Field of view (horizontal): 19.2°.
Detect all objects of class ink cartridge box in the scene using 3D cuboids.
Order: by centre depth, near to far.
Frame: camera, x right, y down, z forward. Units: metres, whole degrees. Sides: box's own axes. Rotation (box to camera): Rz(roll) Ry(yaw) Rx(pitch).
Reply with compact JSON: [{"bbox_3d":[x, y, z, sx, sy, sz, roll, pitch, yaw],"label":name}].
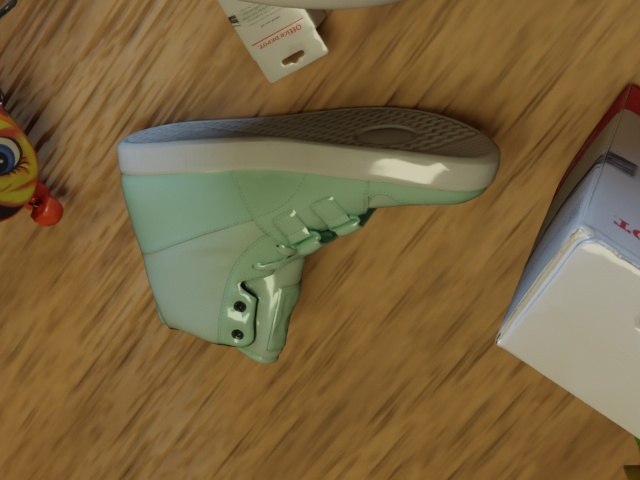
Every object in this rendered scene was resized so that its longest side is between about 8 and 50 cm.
[{"bbox_3d":[0.203,0.022,1.070,0.158,0.218,0.092,34,118,0],"label":"ink cartridge box"},{"bbox_3d":[-0.031,-0.146,1.169,0.048,0.028,0.083,-25,104,24],"label":"ink cartridge box"}]

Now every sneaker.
[{"bbox_3d":[0.000,0.000,1.187,0.255,0.094,0.151,0,108,27],"label":"sneaker"}]

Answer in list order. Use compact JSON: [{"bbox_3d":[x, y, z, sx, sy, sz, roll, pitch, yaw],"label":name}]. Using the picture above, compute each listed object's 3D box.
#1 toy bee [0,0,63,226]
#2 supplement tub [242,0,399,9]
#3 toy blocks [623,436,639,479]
[{"bbox_3d":[-0.246,-0.038,1.208,0.298,0.195,0.162,-30,128,14],"label":"toy bee"},{"bbox_3d":[-0.011,-0.312,0.970,0.241,0.241,0.331,18,117,8],"label":"supplement tub"},{"bbox_3d":[0.348,0.183,1.056,0.261,0.381,0.191,-31,131,17],"label":"toy blocks"}]
